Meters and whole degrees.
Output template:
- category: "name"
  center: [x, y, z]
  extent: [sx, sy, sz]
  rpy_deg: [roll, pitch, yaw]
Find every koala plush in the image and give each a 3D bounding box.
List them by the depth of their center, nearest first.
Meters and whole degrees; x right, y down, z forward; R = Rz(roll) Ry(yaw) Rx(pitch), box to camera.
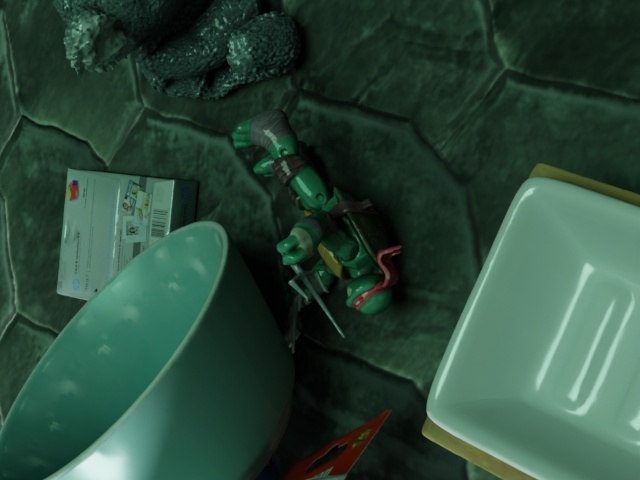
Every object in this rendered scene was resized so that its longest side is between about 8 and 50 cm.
- category: "koala plush"
  center: [-0.169, -0.232, 1.267]
  extent: [0.203, 0.221, 0.196]
  rpy_deg: [-23, 74, 40]

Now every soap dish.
- category: "soap dish"
  center: [0.236, 0.094, 0.927]
  extent: [0.290, 0.118, 0.229]
  rpy_deg: [23, 90, 40]

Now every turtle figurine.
- category: "turtle figurine"
  center: [0.000, 0.000, 1.181]
  extent: [0.175, 0.118, 0.234]
  rpy_deg: [92, 155, -62]

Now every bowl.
- category: "bowl"
  center: [-0.142, 0.149, 1.218]
  extent: [0.311, 0.163, 0.312]
  rpy_deg: [-40, 22, 20]

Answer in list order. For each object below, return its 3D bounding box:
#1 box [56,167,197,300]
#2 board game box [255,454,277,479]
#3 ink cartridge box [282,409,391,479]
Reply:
- category: "box"
  center: [-0.214, -0.001, 1.423]
  extent: [0.186, 0.038, 0.145]
  rpy_deg: [7, 93, 42]
- category: "board game box"
  center: [-0.101, 0.323, 1.299]
  extent: [0.160, 0.047, 0.210]
  rpy_deg: [-19, 77, 40]
- category: "ink cartridge box"
  center: [-0.057, 0.237, 1.122]
  extent: [0.066, 0.232, 0.189]
  rpy_deg: [40, 143, -9]
